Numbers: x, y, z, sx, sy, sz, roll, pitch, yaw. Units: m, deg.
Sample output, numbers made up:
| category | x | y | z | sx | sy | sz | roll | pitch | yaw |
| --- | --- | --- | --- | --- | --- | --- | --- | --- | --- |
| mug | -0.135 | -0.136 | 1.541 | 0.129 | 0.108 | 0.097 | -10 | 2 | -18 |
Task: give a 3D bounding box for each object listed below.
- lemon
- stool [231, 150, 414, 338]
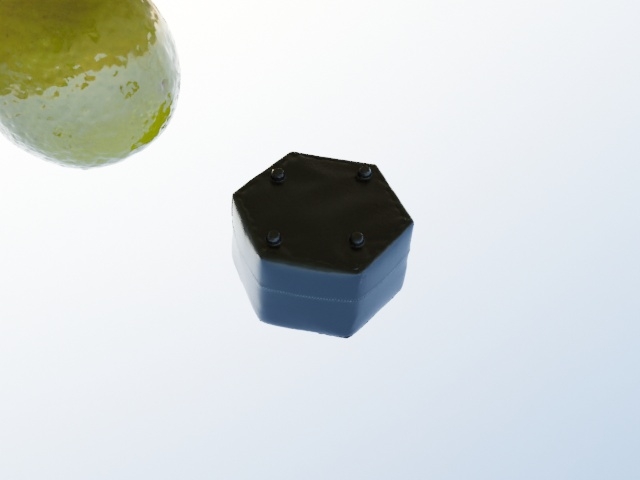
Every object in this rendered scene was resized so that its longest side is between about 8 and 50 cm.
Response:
| category | x | y | z | sx | sy | sz | roll | pitch | yaw |
| --- | --- | --- | --- | --- | --- | --- | --- | --- | --- |
| lemon | -0.215 | -0.158 | 0.611 | 0.178 | 0.203 | 0.178 | -12 | -146 | 8 |
| stool | 0.000 | 0.000 | 0.892 | 0.232 | 0.141 | 0.232 | 3 | -135 | -4 |
